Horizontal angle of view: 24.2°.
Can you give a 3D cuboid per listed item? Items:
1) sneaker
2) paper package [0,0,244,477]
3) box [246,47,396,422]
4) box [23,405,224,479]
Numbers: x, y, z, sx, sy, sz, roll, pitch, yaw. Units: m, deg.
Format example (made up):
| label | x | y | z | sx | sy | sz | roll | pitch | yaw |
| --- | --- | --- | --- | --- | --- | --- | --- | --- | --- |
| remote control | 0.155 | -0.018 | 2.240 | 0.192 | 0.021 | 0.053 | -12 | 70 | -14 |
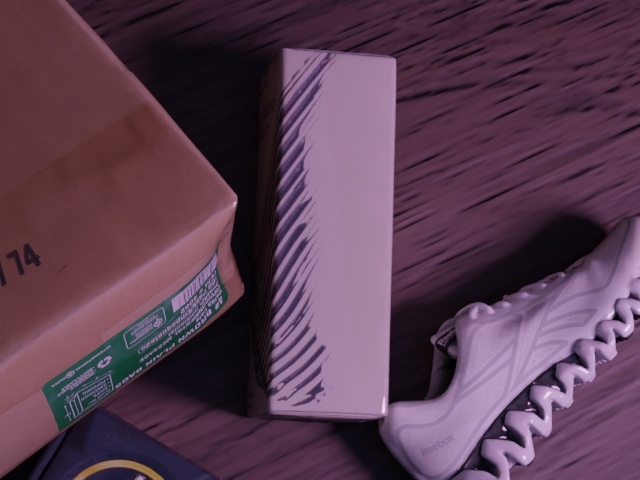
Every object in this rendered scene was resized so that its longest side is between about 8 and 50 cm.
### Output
| label | x | y | z | sx | sy | sz | roll | pitch | yaw |
| --- | --- | --- | --- | --- | --- | --- | --- | --- | --- |
| sneaker | 0.163 | 0.079 | 1.174 | 0.118 | 0.110 | 0.292 | 40 | 74 | 5 |
| paper package | -0.263 | -0.004 | 1.013 | 0.325 | 0.168 | 0.309 | -37 | 73 | -16 |
| box | 0.000 | 0.000 | 1.141 | 0.094 | 0.113 | 0.275 | 3 | 79 | -11 |
| box | -0.089 | 0.345 | 1.073 | 0.395 | 0.097 | 0.318 | 32 | 77 | -5 |
